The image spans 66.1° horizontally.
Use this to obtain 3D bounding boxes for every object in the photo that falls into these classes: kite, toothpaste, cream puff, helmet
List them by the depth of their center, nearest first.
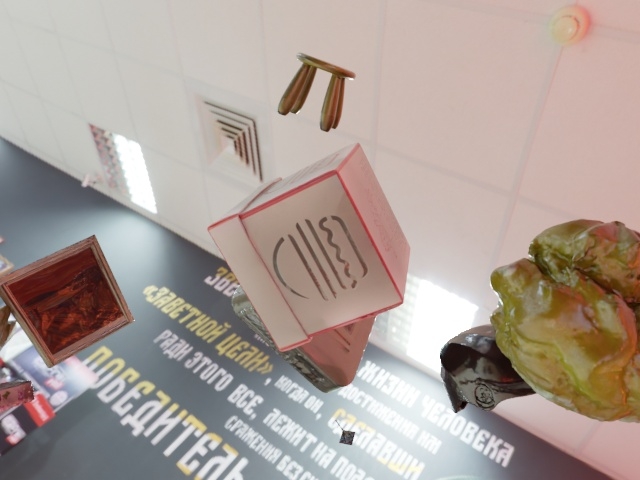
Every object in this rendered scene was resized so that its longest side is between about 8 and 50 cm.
[{"bbox_3d":[-0.587,0.278,0.818,0.047,0.196,0.040,-6,-90,29],"label":"toothpaste"},{"bbox_3d":[0.486,0.114,0.872,0.378,0.378,0.275,40,-57,11],"label":"cream puff"},{"bbox_3d":[0.413,0.289,1.186,0.305,0.225,0.177,-39,-112,48],"label":"helmet"},{"bbox_3d":[0.054,0.474,1.204,0.078,0.044,0.002,17,-36,41],"label":"kite"}]

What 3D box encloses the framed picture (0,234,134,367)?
[{"bbox_3d":[-0.556,0.143,1.100,0.016,0.216,0.273,32,-37,40],"label":"framed picture"}]

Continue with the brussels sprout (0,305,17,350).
[{"bbox_3d":[-0.839,0.149,0.899,0.342,0.361,0.425,-13,-59,50],"label":"brussels sprout"}]

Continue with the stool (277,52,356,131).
[{"bbox_3d":[-0.005,-0.265,0.881,0.134,0.135,0.110,43,-62,45],"label":"stool"}]

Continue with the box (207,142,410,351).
[{"bbox_3d":[0.000,0.000,1.086,0.300,0.312,0.314,-24,-76,20],"label":"box"}]

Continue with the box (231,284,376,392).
[{"bbox_3d":[-0.018,0.168,1.400,0.396,0.396,0.111,47,-49,-14],"label":"box"}]
